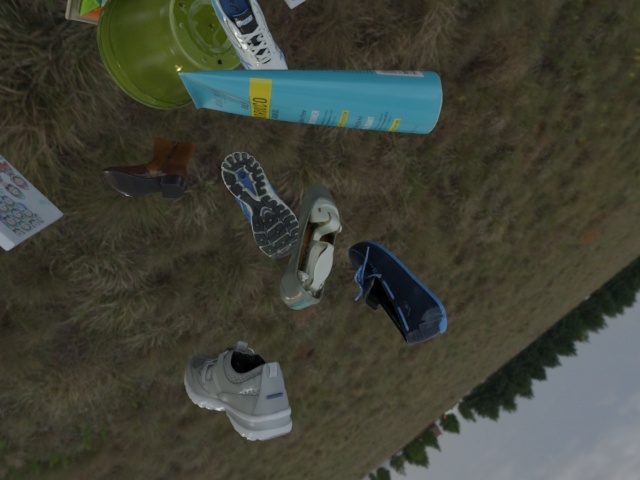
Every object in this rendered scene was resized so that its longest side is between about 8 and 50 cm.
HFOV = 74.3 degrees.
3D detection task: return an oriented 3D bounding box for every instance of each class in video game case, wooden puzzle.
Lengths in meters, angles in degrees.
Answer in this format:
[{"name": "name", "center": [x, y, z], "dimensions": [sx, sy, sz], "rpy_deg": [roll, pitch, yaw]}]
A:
[{"name": "video game case", "center": [-0.463, -0.066, 0.608], "dimensions": [0.019, 0.157, 0.143], "rpy_deg": [-38, 110, 5]}, {"name": "wooden puzzle", "center": [-0.668, -0.775, 1.347], "dimensions": [0.238, 0.044, 0.221], "rpy_deg": [-16, 158, -45]}]

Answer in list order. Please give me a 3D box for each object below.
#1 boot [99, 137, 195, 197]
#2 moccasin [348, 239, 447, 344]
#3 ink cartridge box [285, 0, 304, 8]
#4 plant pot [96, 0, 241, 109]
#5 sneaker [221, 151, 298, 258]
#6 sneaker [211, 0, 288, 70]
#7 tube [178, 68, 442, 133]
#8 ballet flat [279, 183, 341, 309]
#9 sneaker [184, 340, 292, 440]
[{"name": "boot", "center": [-0.574, -0.273, 1.430], "dimensions": [0.264, 0.280, 0.096], "rpy_deg": [1, 137, -9]}, {"name": "moccasin", "center": [0.145, 0.105, 0.987], "dimensions": [0.117, 0.342, 0.138], "rpy_deg": [-29, 123, -13]}, {"name": "ink cartridge box", "center": [-0.037, -0.654, 0.856], "dimensions": [0.165, 0.065, 0.333], "rpy_deg": [-32, 165, -2]}, {"name": "plant pot", "center": [-0.398, -0.583, 1.223], "dimensions": [0.366, 0.353, 0.366], "rpy_deg": [-10, 105, -41]}, {"name": "sneaker", "center": [-0.159, -0.101, 1.169], "dimensions": [0.130, 0.147, 0.330], "rpy_deg": [-26, 112, -2]}, {"name": "sneaker", "center": [-0.133, -0.387, 0.794], "dimensions": [0.085, 0.086, 0.237], "rpy_deg": [-27, 126, 7]}, {"name": "tube", "center": [-0.005, -0.121, 0.357], "dimensions": [0.207, 0.052, 0.080], "rpy_deg": [1, 174, -7]}, {"name": "ballet flat", "center": [0.000, 0.000, 0.614], "dimensions": [0.072, 0.213, 0.068], "rpy_deg": [33, 146, -29]}, {"name": "sneaker", "center": [-0.133, 0.217, 0.690], "dimensions": [0.105, 0.281, 0.115], "rpy_deg": [4, 88, -41]}]
